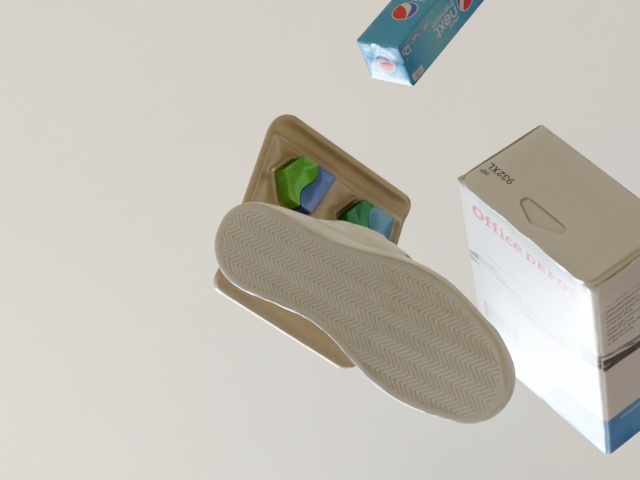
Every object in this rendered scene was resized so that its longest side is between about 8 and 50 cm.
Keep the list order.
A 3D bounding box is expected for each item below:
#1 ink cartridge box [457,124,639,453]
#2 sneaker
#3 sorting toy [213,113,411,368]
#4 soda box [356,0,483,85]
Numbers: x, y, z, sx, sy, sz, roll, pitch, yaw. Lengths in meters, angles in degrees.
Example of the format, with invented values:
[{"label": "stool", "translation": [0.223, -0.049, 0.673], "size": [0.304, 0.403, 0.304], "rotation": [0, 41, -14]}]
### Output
[{"label": "ink cartridge box", "translation": [0.284, 0.057, 2.039], "size": [0.129, 0.223, 0.307], "rotation": [-34, -39, -17]}, {"label": "sneaker", "translation": [0.068, 0.054, 1.532], "size": [0.169, 0.292, 0.108], "rotation": [7, -67, -60]}, {"label": "sorting toy", "translation": [0.000, 0.000, 1.864], "size": [0.038, 0.193, 0.208], "rotation": [-16, 47, 52]}, {"label": "soda box", "translation": [0.139, -0.295, 2.348], "size": [0.210, 0.071, 0.067], "rotation": [-50, -45, -29]}]
